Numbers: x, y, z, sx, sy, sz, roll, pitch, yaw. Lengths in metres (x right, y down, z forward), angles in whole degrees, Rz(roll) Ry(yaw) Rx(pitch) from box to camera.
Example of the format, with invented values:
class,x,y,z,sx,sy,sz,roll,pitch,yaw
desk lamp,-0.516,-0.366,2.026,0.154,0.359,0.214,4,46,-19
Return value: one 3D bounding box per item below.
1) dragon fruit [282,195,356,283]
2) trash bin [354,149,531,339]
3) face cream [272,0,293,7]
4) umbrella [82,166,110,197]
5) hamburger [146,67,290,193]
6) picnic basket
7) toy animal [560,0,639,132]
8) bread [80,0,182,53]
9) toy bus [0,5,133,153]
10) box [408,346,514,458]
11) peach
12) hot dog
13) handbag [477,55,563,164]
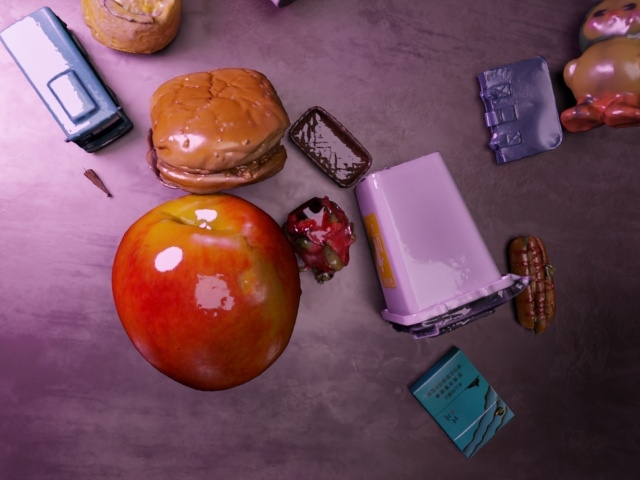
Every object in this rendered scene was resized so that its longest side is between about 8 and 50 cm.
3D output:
class,x,y,z,sx,sy,sz,roll,pitch,yaw
dragon fruit,0.000,0.000,1.170,0.172,0.160,0.166,57,41,-11
trash bin,0.247,0.003,1.181,0.296,0.256,0.367,-20,88,-7
face cream,-0.079,-0.627,1.101,0.201,0.201,0.187,-43,99,-6
umbrella,-0.479,-0.126,1.140,0.020,0.031,0.083,-43,103,-38
hamburger,-0.209,-0.221,1.059,0.319,0.318,0.158,-13,136,-10
picnic basket,0.021,-0.210,1.212,0.193,0.055,0.110,44,86,-10
toy animal,0.708,-0.420,1.267,0.191,0.216,0.338,17,83,-46
bread,-0.378,-0.479,1.071,0.197,0.170,0.197,1,86,-22
toy bus,-0.504,-0.314,1.066,0.128,0.147,0.256,-33,97,-6
box,0.348,0.397,1.305,0.161,0.042,0.226,-40,98,-5
peach,-0.211,0.106,1.035,0.388,0.388,0.388,0,93,-10
hot dog,0.529,0.111,1.311,0.104,0.076,0.250,-8,92,-11
handbag,0.477,-0.313,1.292,0.179,0.062,0.229,-17,96,-6
